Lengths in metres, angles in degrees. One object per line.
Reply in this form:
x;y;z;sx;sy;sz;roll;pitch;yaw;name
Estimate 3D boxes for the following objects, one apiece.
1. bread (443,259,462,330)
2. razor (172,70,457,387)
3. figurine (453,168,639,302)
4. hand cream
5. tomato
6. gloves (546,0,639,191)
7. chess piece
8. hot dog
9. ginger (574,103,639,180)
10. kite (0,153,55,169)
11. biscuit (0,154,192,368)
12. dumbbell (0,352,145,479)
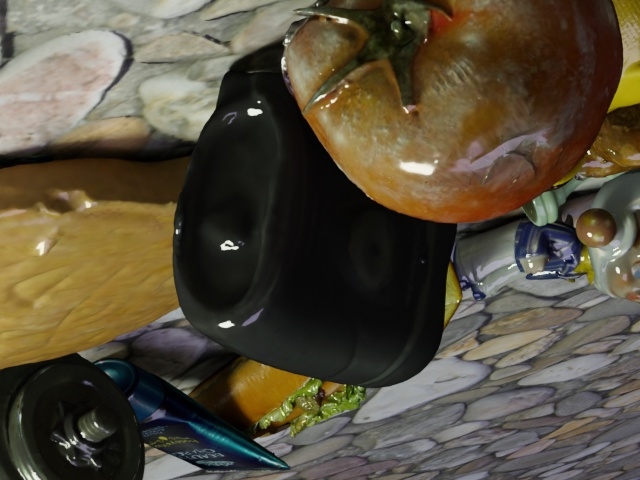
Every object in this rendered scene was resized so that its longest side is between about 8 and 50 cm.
0.095;0.062;1.760;0.049;0.088;0.226;-11;160;-12;bread
-0.001;0.000;1.315;0.113;0.204;0.349;8;172;26;razor
0.276;0.005;1.718;0.194;0.133;0.274;21;151;-37;figurine
-0.149;0.199;1.853;0.120;0.061;0.270;-7;152;32;hand cream
0.094;-0.096;1.090;0.181;0.155;0.214;26;121;-40;tomato
0.208;-0.159;1.213;0.133;0.116;0.294;-13;156;-35;gloves
0.228;-0.061;1.566;0.103;0.067;0.067;-24;163;-5;chess piece
-0.040;0.161;1.895;0.135;0.100;0.337;-2;158;-33;hot dog
0.283;-0.103;1.480;0.162;0.073;0.103;-15;176;-29;ginger
-0.232;-0.045;1.271;0.090;0.004;0.122;-21;162;10;kite
-0.234;0.039;1.413;0.365;0.062;0.385;-8;160;-33;biscuit
-0.292;0.218;1.689;0.192;0.192;0.290;2;156;-45;dumbbell
